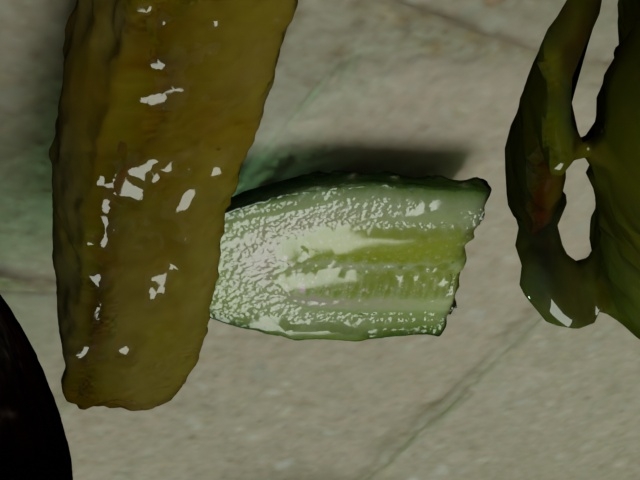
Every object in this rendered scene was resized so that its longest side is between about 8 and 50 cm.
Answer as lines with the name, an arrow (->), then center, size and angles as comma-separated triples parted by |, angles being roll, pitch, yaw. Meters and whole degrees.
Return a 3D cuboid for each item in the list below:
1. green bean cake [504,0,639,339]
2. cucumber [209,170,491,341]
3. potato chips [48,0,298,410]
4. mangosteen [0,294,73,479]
green bean cake -> 0.207, -0.096, 0.356 | 0.310, 0.285, 0.202 | 7, 170, 8
cucumber -> 0.000, 0.000, 0.570 | 0.107, 0.035, 0.067 | 2, 123, -19
potato chips -> -0.014, -0.094, 0.406 | 0.057, 0.080, 0.407 | -11, 146, -34
mangosteen -> -0.186, 0.123, 0.414 | 0.307, 0.347, 0.307 | -39, 162, -16
